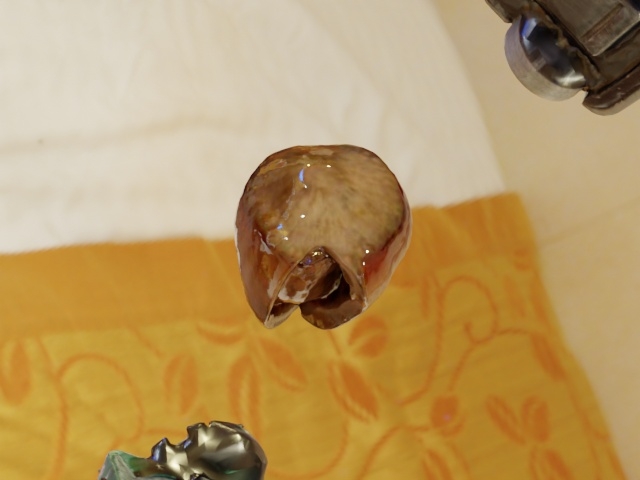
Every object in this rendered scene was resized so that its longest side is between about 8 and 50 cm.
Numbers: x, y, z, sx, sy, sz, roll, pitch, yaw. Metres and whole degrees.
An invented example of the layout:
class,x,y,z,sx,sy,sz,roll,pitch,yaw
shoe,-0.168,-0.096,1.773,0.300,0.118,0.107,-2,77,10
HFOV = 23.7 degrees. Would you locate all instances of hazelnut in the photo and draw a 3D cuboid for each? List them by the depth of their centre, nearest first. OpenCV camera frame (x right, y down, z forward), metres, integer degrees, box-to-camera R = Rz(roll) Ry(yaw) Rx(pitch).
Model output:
class,x,y,z,sx,sy,sz,roll,pitch,yaw
hazelnut,0.000,0.000,0.658,0.086,0.086,0.086,34,43,-39

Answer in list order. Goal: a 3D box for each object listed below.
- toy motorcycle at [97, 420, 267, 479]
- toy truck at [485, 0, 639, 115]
class,x,y,z,sx,sy,sz,roll,pitch,yaw
toy motorcycle,-0.015,0.111,0.404,0.173,0.100,0.058,36,6,-42
toy truck,0.103,-0.255,0.875,0.367,0.146,0.175,49,52,0
